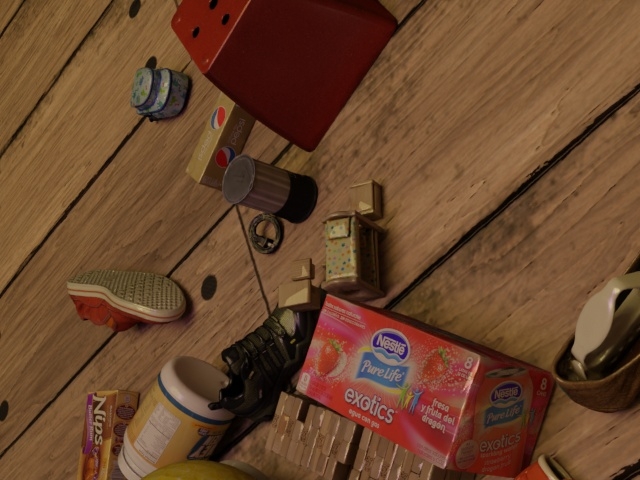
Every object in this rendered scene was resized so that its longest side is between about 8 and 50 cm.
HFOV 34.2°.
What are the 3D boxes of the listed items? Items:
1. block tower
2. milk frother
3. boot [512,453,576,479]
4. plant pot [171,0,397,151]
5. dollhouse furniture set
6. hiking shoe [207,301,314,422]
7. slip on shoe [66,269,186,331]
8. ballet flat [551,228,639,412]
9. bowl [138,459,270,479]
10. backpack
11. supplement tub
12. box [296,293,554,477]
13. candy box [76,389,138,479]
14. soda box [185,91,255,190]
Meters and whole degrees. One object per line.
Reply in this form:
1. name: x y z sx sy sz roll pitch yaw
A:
1. block tower: 0.067 0.294 1.418 0.335 0.091 0.097 15 89 50
2. milk frother: -0.102 -0.056 1.705 0.129 0.135 0.143 9 83 51
3. boot: 0.275 0.320 1.196 0.084 0.059 0.158 -51 43 17
4. plant pot: -0.084 -0.350 1.712 0.267 0.236 0.267 -54 43 20
5. dollhouse furniture set: 0.000 0.000 1.558 0.161 0.101 0.181 -13 67 27
6. hiking shoe: -0.091 0.177 1.624 0.086 0.114 0.226 28 99 49
7. slip on shoe: -0.366 0.123 1.982 0.331 0.123 0.101 5 112 45
8. ballet flat: 0.366 0.046 1.135 0.342 0.124 0.116 -55 43 20
9. bowl: -0.145 0.419 1.538 0.289 0.289 0.156 -28 16 40
10. backpack: -0.325 -0.297 2.090 0.114 0.084 0.105 3 81 47
11. supplement tub: -0.236 0.308 1.720 0.199 0.144 0.144 -58 42 18
12. box: 0.129 0.183 1.341 0.300 0.154 0.142 19 91 52
13. candy box: -0.401 0.377 1.959 0.109 0.053 0.186 -11 70 47
14. soda box: -0.177 -0.187 1.899 0.061 0.058 0.181 37 104 49
